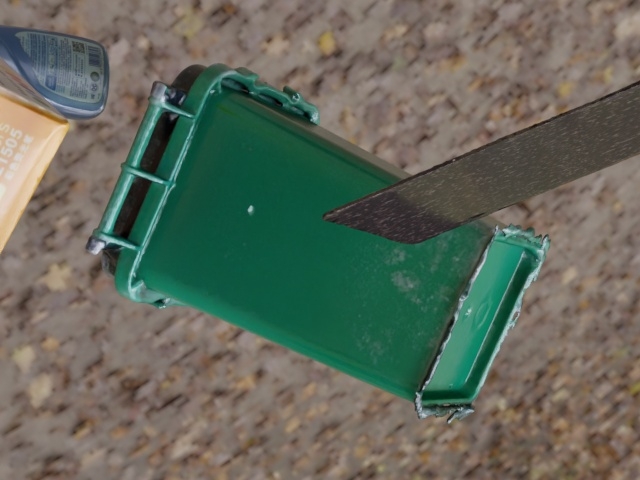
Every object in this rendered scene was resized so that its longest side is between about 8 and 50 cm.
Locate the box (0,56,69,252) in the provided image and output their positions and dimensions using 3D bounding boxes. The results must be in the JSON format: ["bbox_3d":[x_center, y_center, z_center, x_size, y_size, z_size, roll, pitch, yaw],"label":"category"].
[{"bbox_3d":[-0.315,-0.021,1.031,0.091,0.221,0.274,24,97,-37],"label":"box"}]

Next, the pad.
[{"bbox_3d":[0.179,-0.067,0.916,0.330,0.004,0.220,-22,168,16],"label":"pad"}]

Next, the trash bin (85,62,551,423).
[{"bbox_3d":[0.000,0.000,1.355,0.295,0.381,0.259,13,101,-65],"label":"trash bin"}]

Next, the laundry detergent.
[{"bbox_3d":[-0.338,-0.196,1.535,0.206,0.096,0.061,11,172,-34],"label":"laundry detergent"}]
